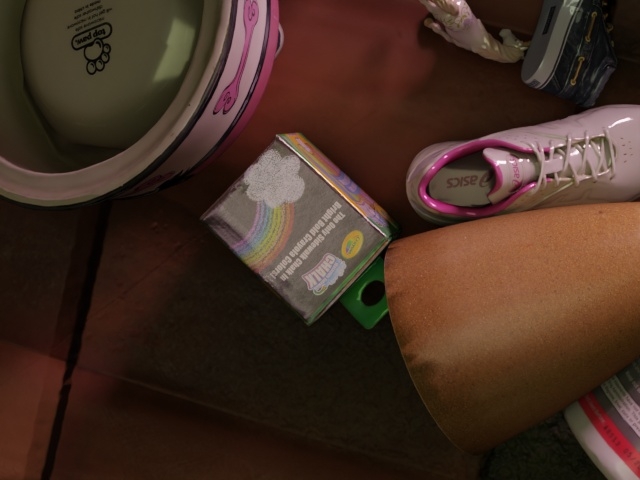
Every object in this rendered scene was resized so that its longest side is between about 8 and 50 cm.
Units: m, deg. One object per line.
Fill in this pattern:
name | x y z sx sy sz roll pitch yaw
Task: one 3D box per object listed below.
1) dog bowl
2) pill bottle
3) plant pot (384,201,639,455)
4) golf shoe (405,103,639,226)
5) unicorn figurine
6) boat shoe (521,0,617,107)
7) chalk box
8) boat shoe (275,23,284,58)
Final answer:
dog bowl | -0.220 -0.227 1.400 0.408 0.150 0.408 -3 83 29
pill bottle | 0.418 0.131 1.355 0.318 0.176 0.176 -44 87 13
plant pot | 0.230 0.065 1.335 0.254 0.237 0.237 -22 91 21
golf shoe | 0.236 -0.071 1.390 0.306 0.140 0.115 -13 92 11
unicorn figurine | 0.153 -0.231 1.412 0.111 0.162 0.060 40 109 32
boat shoe | 0.280 -0.234 1.408 0.083 0.065 0.183 22 88 -19
chalk box | 0.000 0.000 1.447 0.213 0.132 0.132 44 101 3
boat shoe | -0.140 -0.156 1.483 0.254 0.079 0.095 -42 87 12
